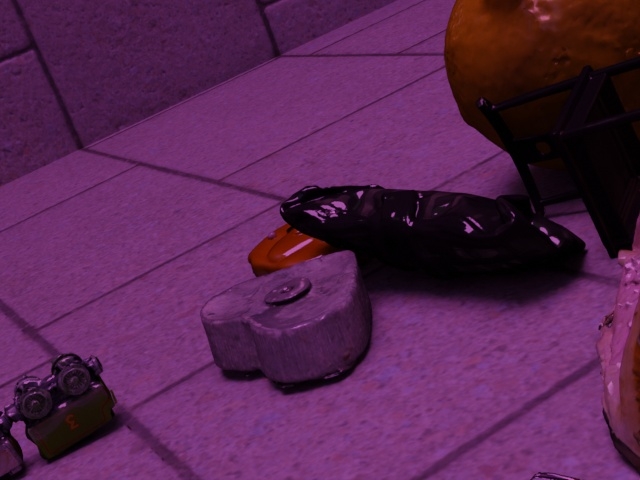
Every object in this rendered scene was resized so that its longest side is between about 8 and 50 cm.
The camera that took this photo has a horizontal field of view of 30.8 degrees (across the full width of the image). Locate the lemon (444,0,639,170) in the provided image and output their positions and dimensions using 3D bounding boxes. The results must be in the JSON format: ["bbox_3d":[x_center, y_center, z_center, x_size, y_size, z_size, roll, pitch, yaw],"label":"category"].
[{"bbox_3d":[0.269,-0.203,1.285,0.261,0.260,0.284,-18,-19,11],"label":"lemon"}]

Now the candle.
[{"bbox_3d":[-0.017,0.074,1.147,0.168,0.068,0.192,-32,23,-35],"label":"candle"}]

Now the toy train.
[{"bbox_3d":[-0.294,0.185,1.127,0.202,0.081,0.060,-32,19,-9],"label":"toy train"}]

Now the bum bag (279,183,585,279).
[{"bbox_3d":[0.110,-0.009,1.177,0.340,0.095,0.144,4,-8,45],"label":"bum bag"}]

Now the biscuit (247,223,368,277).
[{"bbox_3d":[-0.002,-0.003,1.371,0.170,0.050,0.170,-19,19,7],"label":"biscuit"}]

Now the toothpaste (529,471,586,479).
[{"bbox_3d":[0.107,0.208,0.661,0.040,0.047,0.196,-10,21,40],"label":"toothpaste"}]

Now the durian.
[{"bbox_3d":[0.266,0.008,0.833,0.186,0.195,0.305,-4,22,26],"label":"durian"}]

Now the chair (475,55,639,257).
[{"bbox_3d":[0.276,-0.083,1.105,0.260,0.154,0.141,-15,26,36],"label":"chair"}]
